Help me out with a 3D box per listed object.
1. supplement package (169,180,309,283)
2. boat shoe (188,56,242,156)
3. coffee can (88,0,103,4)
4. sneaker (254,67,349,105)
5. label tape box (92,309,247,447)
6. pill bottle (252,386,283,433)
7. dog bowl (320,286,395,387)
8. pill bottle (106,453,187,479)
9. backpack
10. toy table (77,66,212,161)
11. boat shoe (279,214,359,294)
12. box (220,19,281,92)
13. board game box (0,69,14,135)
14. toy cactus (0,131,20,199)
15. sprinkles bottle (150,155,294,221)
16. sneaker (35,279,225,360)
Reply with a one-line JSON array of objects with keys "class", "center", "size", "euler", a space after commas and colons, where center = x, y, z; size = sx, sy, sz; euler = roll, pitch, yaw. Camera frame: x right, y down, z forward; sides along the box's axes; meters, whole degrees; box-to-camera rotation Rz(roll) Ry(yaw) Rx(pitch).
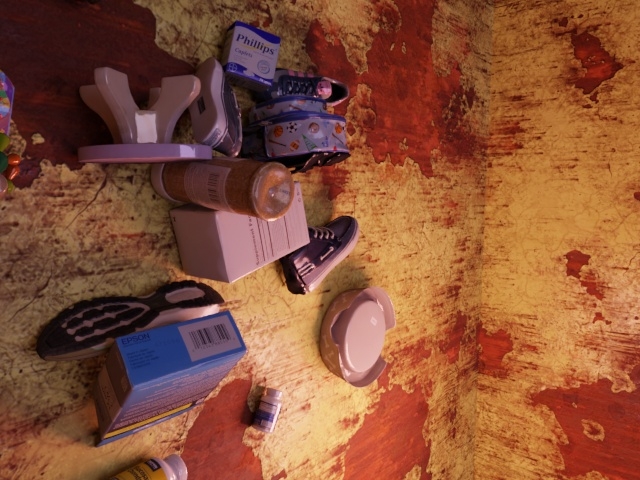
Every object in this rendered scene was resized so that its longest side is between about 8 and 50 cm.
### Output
[{"class": "supplement package", "center": [-0.195, -0.032, 1.314], "size": [0.293, 0.178, 0.175], "euler": [-27, 115, -46]}, {"class": "boat shoe", "center": [-0.234, -0.308, 1.202], "size": [0.102, 0.108, 0.301], "euler": [31, 30, -42]}, {"class": "coffee can", "center": [-0.442, -0.604, 0.927], "size": [0.275, 0.202, 0.201], "euler": [48, 58, -42]}, {"class": "sneaker", "center": [-0.046, -0.439, 1.489], "size": [0.319, 0.131, 0.112], "euler": [-17, 107, -49]}, {"class": "label tape box", "center": [-0.343, 0.301, 1.123], "size": [0.249, 0.347, 0.115], "euler": [-10, 63, -41]}, {"class": "pill bottle", "center": [-0.150, 0.493, 1.517], "size": [0.067, 0.067, 0.120], "euler": [35, 67, -47]}, {"class": "dog bowl", "center": [0.130, 0.327, 1.817], "size": [0.349, 0.102, 0.348], "euler": [-9, 101, -51]}, {"class": "pill bottle", "center": [-0.402, 0.561, 1.186], "size": [0.184, 0.103, 0.103], "euler": [-12, 103, -50]}, {"class": "backpack", "center": [-0.058, -0.274, 1.389], "size": [0.277, 0.263, 0.213], "euler": [-17, 107, -48]}, {"class": "toy table", "center": [-0.353, -0.236, 1.038], "size": [0.252, 0.274, 0.160], "euler": [-79, 168, -85]}, {"class": "boat shoe", "center": [0.000, 0.000, 1.595], "size": [0.340, 0.127, 0.158], "euler": [-52, 139, -33]}, {"class": "box", "center": [-0.182, -0.467, 1.332], "size": [0.126, 0.072, 0.137], "euler": [12, 83, -27]}, {"class": "board game box", "center": [-0.603, -0.240, 0.904], "size": [0.133, 0.033, 0.168], "euler": [9, 88, -51]}, {"class": "toy cactus", "center": [-0.561, -0.091, 0.862], "size": [0.112, 0.181, 0.219], "euler": [32, 67, -34]}, {"class": "sprinkles bottle", "center": [-0.220, -0.124, 1.126], "size": [0.121, 0.355, 0.121], "euler": [-18, 114, -47]}, {"class": "sneaker", "center": [-0.396, 0.220, 1.142], "size": [0.410, 0.158, 0.182], "euler": [-9, 119, -45]}]
